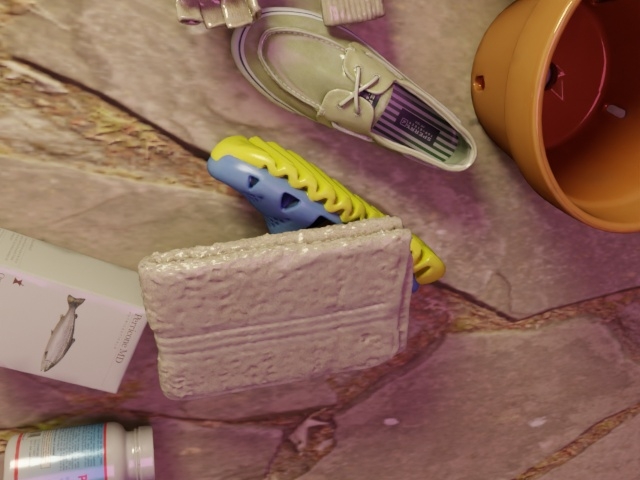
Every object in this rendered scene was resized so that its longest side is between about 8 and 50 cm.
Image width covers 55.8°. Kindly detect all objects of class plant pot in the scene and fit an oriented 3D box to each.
[{"bbox_3d":[0.305,-0.175,0.677,0.290,0.203,0.291,-6,110,-16],"label":"plant pot"}]

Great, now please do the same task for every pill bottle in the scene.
[{"bbox_3d":[-0.279,0.263,0.714,0.160,0.087,0.087,-3,110,-16],"label":"pill bottle"}]

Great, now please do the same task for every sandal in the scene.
[{"bbox_3d":[0.000,0.000,0.693,0.317,0.126,0.138,34,100,-24],"label":"sandal"}]

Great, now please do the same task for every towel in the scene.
[{"bbox_3d":[-0.038,0.073,0.639,0.281,0.049,0.187,-8,124,-11],"label":"towel"}]

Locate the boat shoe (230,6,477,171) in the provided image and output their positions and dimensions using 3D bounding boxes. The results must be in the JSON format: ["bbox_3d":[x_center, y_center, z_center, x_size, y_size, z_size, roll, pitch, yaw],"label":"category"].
[{"bbox_3d":[0.049,-0.163,0.659,0.302,0.094,0.109,20,102,-23],"label":"boat shoe"}]

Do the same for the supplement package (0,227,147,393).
[{"bbox_3d":[-0.282,0.071,0.633,0.179,0.105,0.105,21,100,-24],"label":"supplement package"}]

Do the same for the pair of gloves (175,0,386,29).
[{"bbox_3d":[-0.047,-0.307,0.574,0.239,0.042,0.204,-10,96,-24],"label":"pair of gloves"}]
